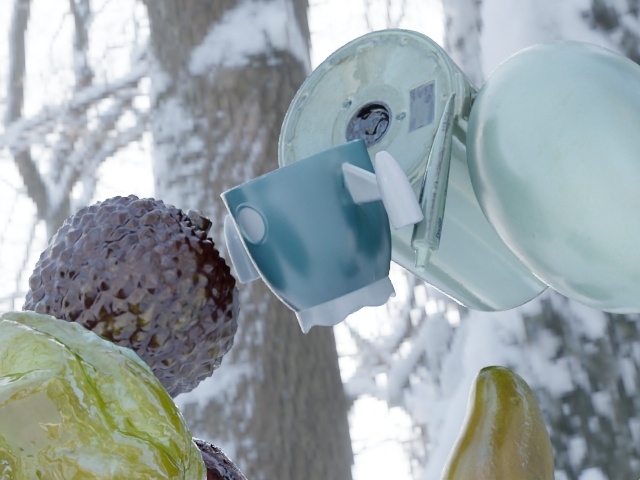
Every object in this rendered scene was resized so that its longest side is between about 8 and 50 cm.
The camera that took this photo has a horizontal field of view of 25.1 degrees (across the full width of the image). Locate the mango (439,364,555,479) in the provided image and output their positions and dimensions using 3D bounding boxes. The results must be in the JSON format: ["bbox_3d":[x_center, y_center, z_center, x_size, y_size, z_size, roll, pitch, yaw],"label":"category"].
[{"bbox_3d":[0.181,0.240,1.473,0.136,0.228,0.099,29,-30,-35],"label":"mango"}]

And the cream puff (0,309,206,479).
[{"bbox_3d":[-0.269,0.248,1.156,0.378,0.378,0.275,-31,-2,37],"label":"cream puff"}]

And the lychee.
[{"bbox_3d":[-0.206,0.077,1.532,0.271,0.236,0.236,-46,-27,-8],"label":"lychee"}]

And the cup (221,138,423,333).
[{"bbox_3d":[0.000,0.000,1.524,0.167,0.173,0.299,-21,1,-40],"label":"cup"}]

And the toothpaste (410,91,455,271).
[{"bbox_3d":[0.116,-0.058,1.465,0.029,0.197,0.048,13,-24,-3],"label":"toothpaste"}]

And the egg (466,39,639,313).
[{"bbox_3d":[0.278,-0.066,1.489,0.230,0.371,0.230,-8,-51,-10],"label":"egg"}]

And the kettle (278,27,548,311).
[{"bbox_3d":[0.198,-0.084,1.808,0.361,0.250,0.376,-18,-32,29],"label":"kettle"}]

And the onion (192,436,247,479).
[{"bbox_3d":[-0.198,0.382,1.966,0.252,0.252,0.219,2,-21,-20],"label":"onion"}]
